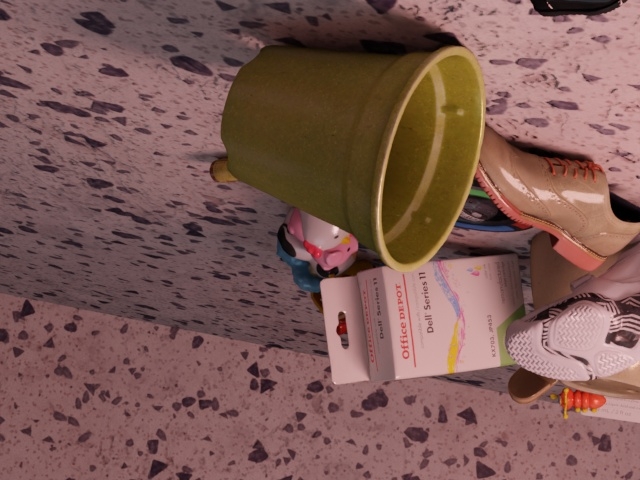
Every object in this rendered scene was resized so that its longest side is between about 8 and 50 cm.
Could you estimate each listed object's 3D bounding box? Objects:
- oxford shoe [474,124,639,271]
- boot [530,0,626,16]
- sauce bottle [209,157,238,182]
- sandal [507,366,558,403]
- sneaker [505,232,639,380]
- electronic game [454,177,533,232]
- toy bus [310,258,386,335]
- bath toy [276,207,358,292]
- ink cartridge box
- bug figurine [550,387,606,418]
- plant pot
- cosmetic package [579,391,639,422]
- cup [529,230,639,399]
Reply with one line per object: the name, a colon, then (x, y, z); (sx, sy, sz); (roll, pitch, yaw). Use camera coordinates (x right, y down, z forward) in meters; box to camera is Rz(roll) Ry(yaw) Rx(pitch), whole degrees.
oxford shoe: (0.324, -0.086, 1.782); (0.130, 0.123, 0.348); (-37, 133, 27)
boot: (0.233, -0.260, 1.249); (0.121, 0.045, 0.099); (-1, 158, 42)
sauce bottle: (-0.126, -0.117, 2.086); (0.128, 0.042, 0.042); (0, 162, 45)
sandal: (0.450, 0.230, 2.347); (0.088, 0.240, 0.079); (53, 172, 33)
sneaker: (0.454, 0.081, 1.924); (0.366, 0.210, 0.137); (-16, 121, 13)
electronic game: (0.237, -0.056, 2.019); (0.229, 0.048, 0.229); (11, 165, 3)
toy bus: (0.076, 0.090, 2.594); (0.104, 0.191, 0.202); (53, 176, 18)
bath toy: (0.000, 0.000, 2.267); (0.151, 0.129, 0.348); (13, 165, -3)
ink cartridge box: (0.190, 0.142, 2.292); (0.354, 0.207, 0.119); (-5, 175, -23)
bug figurine: (0.534, 0.210, 2.397); (0.216, 0.279, 0.072); (-3, -163, 14)
plant pot: (0.029, -0.128, 1.557); (0.254, 0.276, 0.276); (18, 170, 27)
cosmetic package: (0.598, 0.243, 2.517); (0.151, 0.183, 0.151); (6, -163, 12)
cup: (0.506, 0.138, 2.176); (0.331, 0.236, 0.331); (11, 166, 3)
